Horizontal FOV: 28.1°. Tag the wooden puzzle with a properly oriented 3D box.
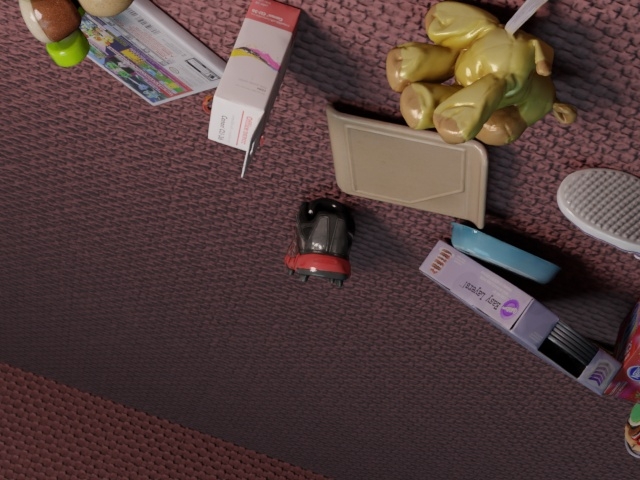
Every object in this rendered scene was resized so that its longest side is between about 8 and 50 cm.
[{"bbox_3d":[0.126,-0.109,1.823,0.239,0.044,0.221,17,156,13],"label":"wooden puzzle"}]

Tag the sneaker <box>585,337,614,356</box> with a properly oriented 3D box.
[{"bbox_3d":[0.488,0.224,2.224,0.192,0.064,0.086,13,150,5],"label":"sneaker"}]

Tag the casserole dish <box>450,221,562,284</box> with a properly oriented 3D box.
[{"bbox_3d":[0.276,0.023,1.941,0.188,0.037,0.114,24,179,-12],"label":"casserole dish"}]

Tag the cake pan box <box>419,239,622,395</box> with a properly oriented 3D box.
[{"bbox_3d":[0.310,0.121,1.988,0.246,0.070,0.267,32,-178,-34],"label":"cake pan box"}]

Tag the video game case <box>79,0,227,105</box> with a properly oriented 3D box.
[{"bbox_3d":[-0.245,-0.264,1.772,0.183,0.023,0.201,-9,145,45],"label":"video game case"}]

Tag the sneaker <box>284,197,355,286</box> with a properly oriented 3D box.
[{"bbox_3d":[0.001,0.000,2.066,0.098,0.135,0.276,8,180,-7],"label":"sneaker"}]

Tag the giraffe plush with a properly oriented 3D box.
[{"bbox_3d":[0.206,-0.184,1.508,0.210,0.181,0.170,-31,148,14],"label":"giraffe plush"}]

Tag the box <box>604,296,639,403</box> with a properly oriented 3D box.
[{"bbox_3d":[0.537,0.160,1.985,0.123,0.128,0.257,17,156,6],"label":"box"}]

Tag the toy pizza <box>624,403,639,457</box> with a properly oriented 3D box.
[{"bbox_3d":[0.577,0.276,2.122,0.032,0.201,0.201,42,150,-13],"label":"toy pizza"}]

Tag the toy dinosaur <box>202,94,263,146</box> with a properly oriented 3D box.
[{"bbox_3d":[-0.125,-0.180,1.816,0.082,0.090,0.047,-5,149,-27],"label":"toy dinosaur"}]

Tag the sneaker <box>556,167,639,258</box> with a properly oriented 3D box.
[{"bbox_3d":[0.438,-0.001,1.759,0.282,0.102,0.161,20,158,-4],"label":"sneaker"}]

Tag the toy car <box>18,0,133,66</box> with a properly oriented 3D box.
[{"bbox_3d":[-0.277,-0.328,1.582,0.188,0.149,0.155,-17,143,8],"label":"toy car"}]

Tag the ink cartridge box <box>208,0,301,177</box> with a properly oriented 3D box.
[{"bbox_3d":[-0.089,-0.191,1.604,0.067,0.198,0.115,18,155,0],"label":"ink cartridge box"}]
